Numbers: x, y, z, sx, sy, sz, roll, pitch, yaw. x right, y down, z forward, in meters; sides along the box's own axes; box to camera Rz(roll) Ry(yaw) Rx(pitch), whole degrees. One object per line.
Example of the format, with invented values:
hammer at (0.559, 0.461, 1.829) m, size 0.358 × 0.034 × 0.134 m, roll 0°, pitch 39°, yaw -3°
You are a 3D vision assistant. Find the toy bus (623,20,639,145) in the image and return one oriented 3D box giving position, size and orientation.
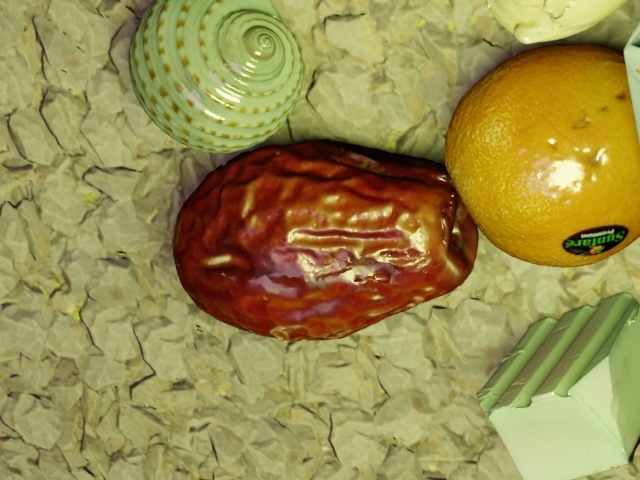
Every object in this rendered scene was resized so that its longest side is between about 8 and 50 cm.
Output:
toy bus at (0.334, -0.062, 1.481) m, size 0.109 × 0.136 × 0.329 m, roll 25°, pitch 148°, yaw 39°

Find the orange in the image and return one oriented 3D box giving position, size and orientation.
orange at (0.211, -0.075, 1.568) m, size 0.206 × 0.206 × 0.206 m, roll 10°, pitch 116°, yaw 22°

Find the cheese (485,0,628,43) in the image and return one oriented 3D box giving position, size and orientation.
cheese at (0.174, -0.299, 1.467) m, size 0.127 × 0.233 × 0.266 m, roll -22°, pitch 99°, yaw 43°

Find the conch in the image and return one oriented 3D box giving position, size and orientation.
conch at (-0.114, -0.157, 1.714) m, size 0.200 × 0.131 × 0.172 m, roll -30°, pitch 93°, yaw 35°

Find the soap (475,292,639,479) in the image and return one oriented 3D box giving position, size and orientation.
soap at (0.228, 0.136, 1.628) m, size 0.145 × 0.230 × 0.091 m, roll -21°, pitch 102°, yaw 32°

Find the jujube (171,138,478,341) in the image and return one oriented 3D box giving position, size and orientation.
jujube at (0.000, 0.000, 1.701) m, size 0.290 × 0.197 × 0.197 m, roll -4°, pitch 110°, yaw 26°
